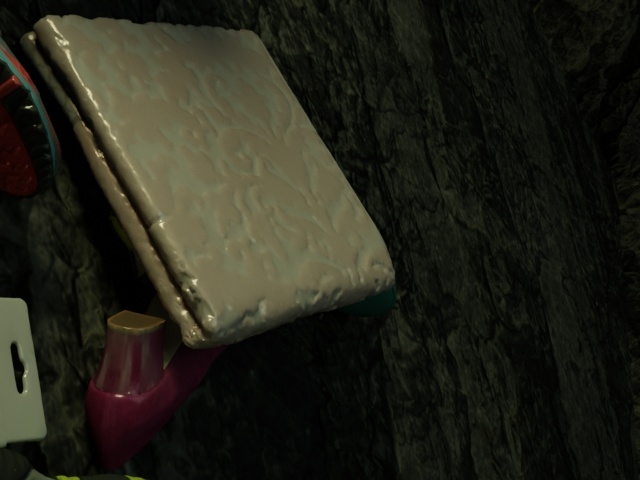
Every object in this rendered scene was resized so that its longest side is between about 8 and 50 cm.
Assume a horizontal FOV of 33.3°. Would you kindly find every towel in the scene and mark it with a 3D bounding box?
[{"bbox_3d":[-0.087,-0.064,0.988,0.317,0.053,0.332,59,30,11],"label":"towel"}]

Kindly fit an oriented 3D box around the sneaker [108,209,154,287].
[{"bbox_3d":[-0.154,0.002,0.950,0.083,0.031,0.035,65,26,-13],"label":"sneaker"}]

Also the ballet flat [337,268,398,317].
[{"bbox_3d":[0.000,0.000,1.192,0.280,0.095,0.096,34,33,-51],"label":"ballet flat"}]

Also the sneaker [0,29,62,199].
[{"bbox_3d":[-0.257,-0.155,0.771,0.261,0.104,0.125,61,26,-21],"label":"sneaker"}]

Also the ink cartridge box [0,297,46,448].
[{"bbox_3d":[-0.259,0.087,0.659,0.180,0.060,0.104,11,63,-61],"label":"ink cartridge box"}]

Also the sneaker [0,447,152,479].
[{"bbox_3d":[-0.203,0.204,0.604,0.385,0.145,0.147,25,52,-54],"label":"sneaker"}]

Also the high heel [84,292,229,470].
[{"bbox_3d":[-0.124,0.111,0.921,0.244,0.082,0.117,-25,125,-76],"label":"high heel"}]
